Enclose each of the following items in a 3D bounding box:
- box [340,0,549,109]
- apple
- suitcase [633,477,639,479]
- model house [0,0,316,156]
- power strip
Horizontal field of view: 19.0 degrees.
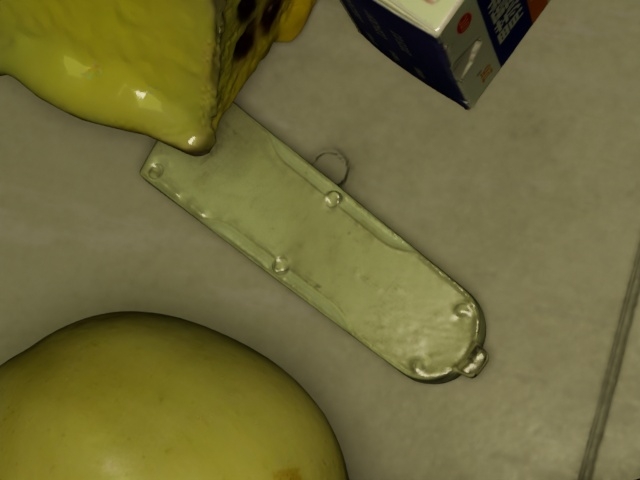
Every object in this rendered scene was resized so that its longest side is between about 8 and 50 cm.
[{"bbox_3d":[0.133,-0.250,1.230,0.106,0.200,0.299,35,89,14],"label":"box"},{"bbox_3d":[-0.105,0.172,1.188,0.262,0.262,0.262,-2,80,11],"label":"apple"},{"bbox_3d":[0.109,0.361,1.082,0.194,0.283,0.434,-19,75,47],"label":"suitcase"},{"bbox_3d":[-0.099,-0.202,1.293,0.193,0.175,0.234,22,42,16],"label":"model house"},{"bbox_3d":[0.000,0.000,1.293,0.286,0.048,0.080,37,91,15],"label":"power strip"}]
